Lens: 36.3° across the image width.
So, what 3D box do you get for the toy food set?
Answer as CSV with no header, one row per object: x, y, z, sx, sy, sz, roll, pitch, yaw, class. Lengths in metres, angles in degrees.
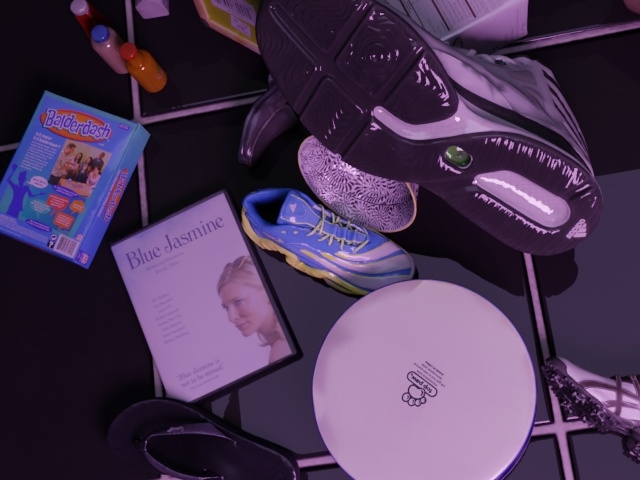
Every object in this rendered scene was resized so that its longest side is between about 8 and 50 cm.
-0.283,-0.330,1.376,0.111,0.104,0.232,-6,75,9,toy food set

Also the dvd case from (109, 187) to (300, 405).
-0.156,0.076,1.290,0.180,0.022,0.253,-26,72,3,dvd case

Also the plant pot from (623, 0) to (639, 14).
0.493,-0.343,1.177,0.229,0.263,0.263,12,78,31,plant pot

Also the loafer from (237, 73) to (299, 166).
-0.057,-0.172,1.317,0.061,0.062,0.170,24,82,12,loafer

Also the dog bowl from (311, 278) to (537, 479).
0.125,0.182,1.165,0.264,0.104,0.265,-3,75,10,dog bowl

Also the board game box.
-0.353,-0.086,1.356,0.160,0.047,0.210,21,81,16,board game box

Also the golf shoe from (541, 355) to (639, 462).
0.355,0.185,1.144,0.198,0.077,0.094,36,74,10,golf shoe

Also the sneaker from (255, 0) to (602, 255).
0.135,-0.177,1.170,0.447,0.257,0.169,35,120,-6,sneaker

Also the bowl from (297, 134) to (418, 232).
0.063,-0.097,1.237,0.170,0.170,0.080,26,59,16,bowl

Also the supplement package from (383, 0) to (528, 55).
0.170,-0.293,1.281,0.179,0.105,0.105,-27,72,3,supplement package

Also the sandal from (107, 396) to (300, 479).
-0.150,0.260,1.211,0.254,0.054,0.097,13,95,14,sandal

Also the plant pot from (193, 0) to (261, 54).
-0.053,-0.369,1.263,0.228,0.227,0.207,32,74,19,plant pot

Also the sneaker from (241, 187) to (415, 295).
0.000,0.000,1.225,0.240,0.126,0.091,19,80,15,sneaker
